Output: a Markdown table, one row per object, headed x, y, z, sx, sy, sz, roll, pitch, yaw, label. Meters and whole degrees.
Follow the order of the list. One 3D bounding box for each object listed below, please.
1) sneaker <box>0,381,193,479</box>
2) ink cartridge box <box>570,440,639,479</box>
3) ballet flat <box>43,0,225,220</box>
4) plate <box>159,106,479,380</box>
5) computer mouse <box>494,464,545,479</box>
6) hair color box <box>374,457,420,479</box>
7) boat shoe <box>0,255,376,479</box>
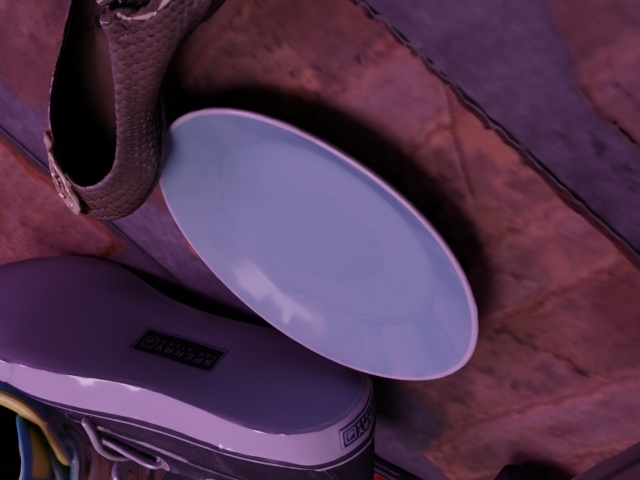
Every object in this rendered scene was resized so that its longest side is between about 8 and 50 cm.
| x | y | z | sx | sy | sz | roll | pitch | yaw | label |
| --- | --- | --- | --- | --- | --- | --- | --- | --- | --- |
| -0.181 | 0.186 | 0.909 | 0.319 | 0.127 | 0.208 | 36 | 178 | -23 | sneaker |
| 0.230 | 0.210 | 0.348 | 0.395 | 0.285 | 0.166 | 22 | 113 | 38 | ink cartridge box |
| -0.100 | -0.075 | 0.580 | 0.084 | 0.058 | 0.250 | 58 | 151 | 9 | ballet flat |
| 0.000 | 0.000 | 0.634 | 0.188 | 0.024 | 0.188 | 27 | 150 | 17 | plate |
| 0.141 | 0.235 | 0.674 | 0.071 | 0.041 | 0.242 | 82 | 167 | -70 | computer mouse |
| 0.000 | 0.200 | 0.800 | 0.072 | 0.141 | 0.043 | 25 | 149 | 21 | hair color box |
| -0.101 | 0.094 | 0.791 | 0.306 | 0.113 | 0.105 | 11 | 128 | 24 | boat shoe |
